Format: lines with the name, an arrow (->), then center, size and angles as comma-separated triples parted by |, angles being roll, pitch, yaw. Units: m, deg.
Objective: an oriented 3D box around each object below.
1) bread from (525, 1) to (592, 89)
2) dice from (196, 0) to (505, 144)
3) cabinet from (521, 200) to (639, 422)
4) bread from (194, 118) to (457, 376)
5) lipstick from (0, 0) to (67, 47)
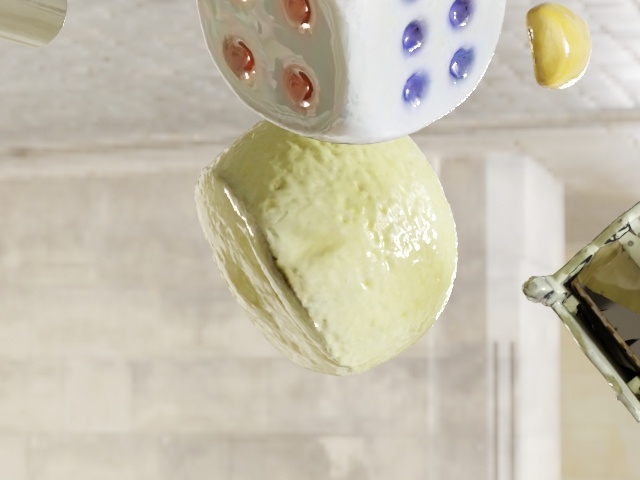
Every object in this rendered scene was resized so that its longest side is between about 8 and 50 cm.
bread -> 0.223, -0.180, 1.614 | 0.056, 0.082, 0.115 | -8, 180, 13
dice -> 0.024, -0.202, 1.402 | 0.194, 0.193, 0.192 | -28, -139, -35
cabinet -> 0.447, 0.054, 2.166 | 0.290, 0.227, 0.318 | -40, 164, 13
bread -> 0.010, -0.005, 2.040 | 0.237, 0.320, 0.320 | -25, -176, -21
lipstick -> -0.326, -0.221, 1.466 | 0.070, 0.070, 0.254 | -4, 170, 37
